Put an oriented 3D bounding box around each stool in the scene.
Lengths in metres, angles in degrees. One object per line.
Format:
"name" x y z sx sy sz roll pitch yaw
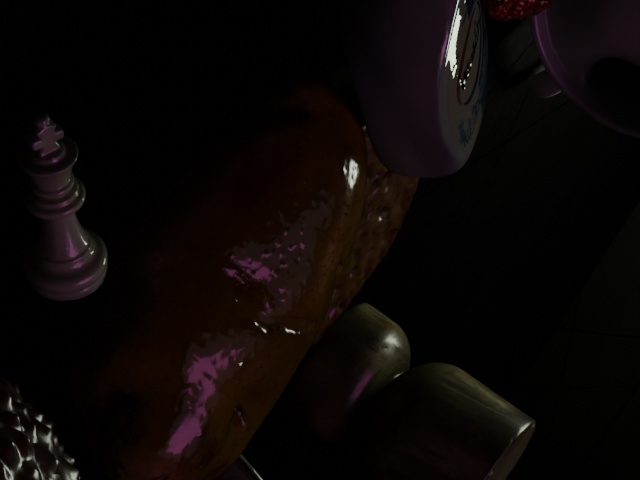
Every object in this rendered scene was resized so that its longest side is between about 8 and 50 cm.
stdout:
"stool" 0.111 0.223 1.600 0.179 0.264 0.179 -46 158 -24

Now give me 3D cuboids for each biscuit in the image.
"biscuit" -0.001 0.000 1.313 0.359 0.046 0.359 -46 158 -25

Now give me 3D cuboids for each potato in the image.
"potato" -0.077 0.033 1.050 0.369 0.195 0.176 -59 -160 -16

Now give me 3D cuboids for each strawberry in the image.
"strawberry" 0.191 -0.259 1.296 0.096 0.083 0.083 -29 148 -43

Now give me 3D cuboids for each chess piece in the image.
"chess piece" -0.175 -0.027 0.859 0.059 0.059 0.149 -41 152 -34

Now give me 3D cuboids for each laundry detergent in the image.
"laundry detergent" 0.078 -0.197 1.069 0.280 0.105 0.215 65 33 -60

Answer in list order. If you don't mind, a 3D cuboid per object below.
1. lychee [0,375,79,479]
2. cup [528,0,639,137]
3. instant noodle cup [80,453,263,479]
"lychee" -0.247 0.199 0.761 0.267 0.267 0.267 -46 158 -24
"cup" 0.402 -0.284 1.553 0.274 0.259 0.356 -43 -172 -32
"instant noodle cup" -0.136 0.270 1.190 0.178 0.235 0.235 -41 157 -14
